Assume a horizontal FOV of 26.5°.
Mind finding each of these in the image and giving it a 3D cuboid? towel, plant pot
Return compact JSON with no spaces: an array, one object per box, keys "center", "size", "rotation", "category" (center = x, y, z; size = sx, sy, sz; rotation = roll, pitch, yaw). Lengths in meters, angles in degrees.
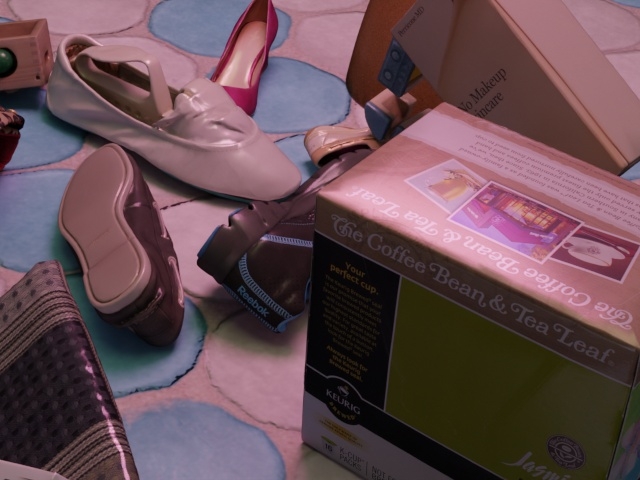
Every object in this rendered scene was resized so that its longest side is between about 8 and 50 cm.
[{"center":[-0.301,0.212,1.151],"size":[0.324,0.056,0.312],"rotation":[-40,43,7],"category":"towel"},{"center":[0.167,-0.327,1.950],"size":[0.237,0.254,0.237],"rotation":[5,36,-3],"category":"plant pot"}]

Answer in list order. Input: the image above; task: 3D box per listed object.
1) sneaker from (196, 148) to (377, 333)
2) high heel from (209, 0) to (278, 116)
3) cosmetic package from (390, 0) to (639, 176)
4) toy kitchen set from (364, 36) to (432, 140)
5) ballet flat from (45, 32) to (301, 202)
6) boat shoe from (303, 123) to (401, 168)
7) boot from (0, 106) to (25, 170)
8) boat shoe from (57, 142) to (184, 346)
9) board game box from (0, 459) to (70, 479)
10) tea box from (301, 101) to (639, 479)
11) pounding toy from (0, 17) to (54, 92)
[{"center":[0.000,0.000,1.614],"size":[0.139,0.125,0.341],"rotation":[49,44,9],"category":"sneaker"},{"center":[-0.112,-0.258,1.927],"size":[0.082,0.117,0.244],"rotation":[15,36,12],"category":"high heel"},{"center":[0.243,-0.186,1.603],"size":[0.113,0.160,0.309],"rotation":[-32,80,-40],"category":"cosmetic package"},{"center":[0.147,-0.141,1.707],"size":[0.207,0.166,0.122],"rotation":[40,52,15],"category":"toy kitchen set"},{"center":[-0.202,-0.169,1.780],"size":[0.400,0.139,0.139],"rotation":[24,39,24],"category":"ballet flat"},{"center":[0.064,-0.117,1.813],"size":[0.170,0.063,0.059],"rotation":[-3,49,-13],"category":"boat shoe"},{"center":[-0.518,-0.173,1.715],"size":[0.284,0.138,0.377],"rotation":[29,1,-3],"category":"boot"},{"center":[-0.230,0.006,1.582],"size":[0.112,0.095,0.335],"rotation":[-34,35,6],"category":"boat shoe"},{"center":[-0.327,0.255,1.059],"size":[0.305,0.053,0.193],"rotation":[2,61,39],"category":"board game box"},{"center":[0.176,0.098,1.288],"size":[0.329,0.323,0.220],"rotation":[28,44,27],"category":"tea box"},{"center":[-0.443,-0.237,1.876],"size":[0.130,0.100,0.141],"rotation":[-6,22,-1],"category":"pounding toy"}]
